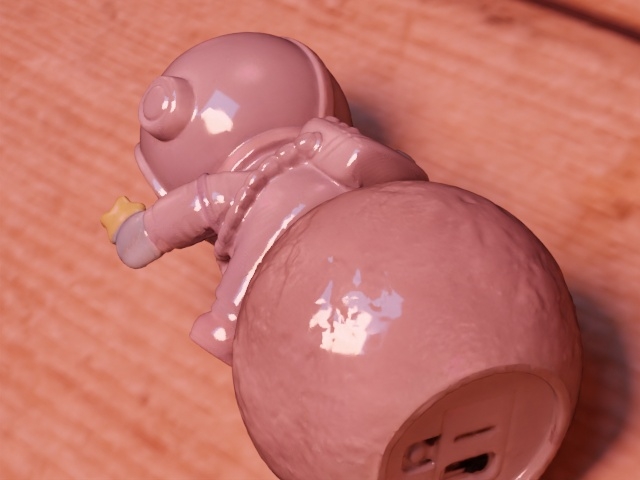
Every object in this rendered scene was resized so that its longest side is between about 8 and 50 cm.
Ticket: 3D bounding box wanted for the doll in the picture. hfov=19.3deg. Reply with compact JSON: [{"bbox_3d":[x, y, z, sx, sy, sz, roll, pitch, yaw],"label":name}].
[{"bbox_3d":[0.000,0.000,0.821,0.151,0.151,0.287,-39,44,2],"label":"doll"}]
